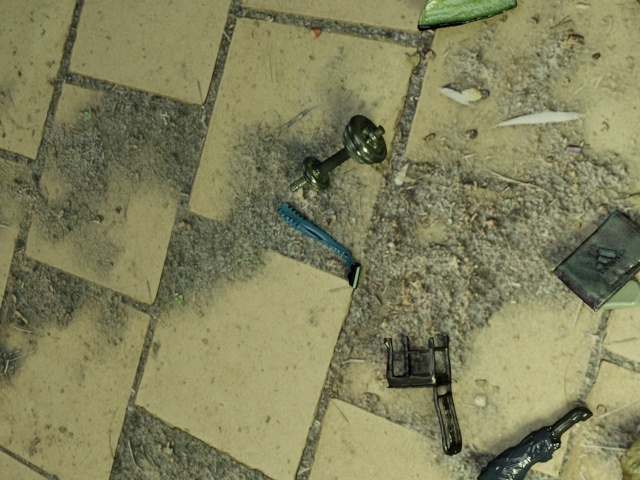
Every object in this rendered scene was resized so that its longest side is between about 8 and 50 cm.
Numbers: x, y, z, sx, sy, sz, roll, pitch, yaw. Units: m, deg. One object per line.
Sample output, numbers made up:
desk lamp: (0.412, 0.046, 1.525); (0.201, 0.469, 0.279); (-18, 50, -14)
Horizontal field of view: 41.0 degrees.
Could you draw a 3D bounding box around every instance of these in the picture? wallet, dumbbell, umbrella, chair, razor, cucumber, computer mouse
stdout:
wallet: (0.510, 0.035, 1.526); (0.166, 0.030, 0.111); (-44, 57, 3)
dumbbell: (0.033, -0.167, 1.789); (0.255, 0.110, 0.110); (-32, 72, 31)
umbrella: (0.396, 0.383, 1.577); (0.248, 0.071, 0.071); (-45, 67, 12)
chair: (0.201, 0.298, 1.657); (0.113, 0.106, 0.229); (-7, 82, 28)
razor: (0.000, 0.000, 1.828); (0.253, 0.042, 0.082); (39, 146, 27)
cucumber: (0.287, -0.474, 1.675); (0.193, 0.086, 0.115); (-5, 85, 23)
computer mouse: (0.526, 0.097, 1.529); (0.110, 0.032, 0.055); (-2, 67, 27)

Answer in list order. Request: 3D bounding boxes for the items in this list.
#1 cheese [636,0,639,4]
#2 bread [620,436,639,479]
cheese: (0.614, -0.488, 1.472); (0.218, 0.117, 0.235); (-9, 79, 30)
bread: (0.585, 0.369, 1.385); (0.184, 0.224, 0.211); (-25, 67, 20)
